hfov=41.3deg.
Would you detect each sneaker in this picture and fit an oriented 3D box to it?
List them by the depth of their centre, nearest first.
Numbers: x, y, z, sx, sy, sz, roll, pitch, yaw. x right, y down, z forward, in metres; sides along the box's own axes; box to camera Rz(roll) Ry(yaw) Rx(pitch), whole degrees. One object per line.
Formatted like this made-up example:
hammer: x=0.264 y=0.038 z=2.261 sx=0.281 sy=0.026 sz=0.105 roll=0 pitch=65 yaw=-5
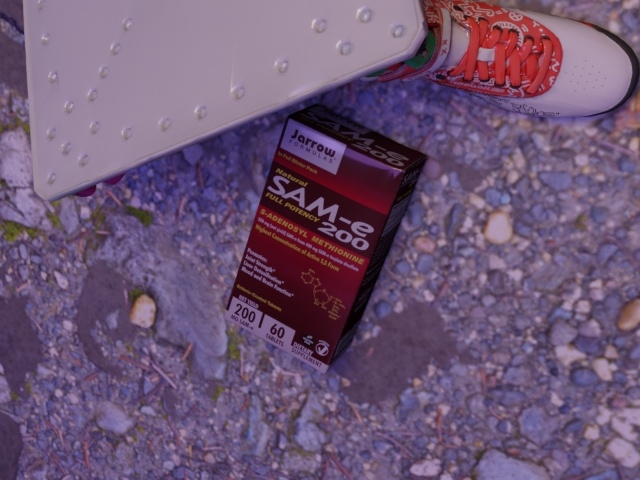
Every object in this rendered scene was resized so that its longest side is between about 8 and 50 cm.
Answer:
sneaker: x=0.120 y=-0.154 z=0.702 sx=0.270 sy=0.145 sz=0.090 roll=23 pitch=117 yaw=16

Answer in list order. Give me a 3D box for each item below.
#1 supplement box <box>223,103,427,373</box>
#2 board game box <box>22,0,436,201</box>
supplement box: x=0.000 y=0.000 z=0.857 sx=0.130 sy=0.073 sz=0.239 roll=26 pitch=117 yaw=15
board game box: x=-0.107 y=-0.263 z=0.728 sx=0.390 sy=0.050 sz=0.389 roll=-17 pitch=73 yaw=29
